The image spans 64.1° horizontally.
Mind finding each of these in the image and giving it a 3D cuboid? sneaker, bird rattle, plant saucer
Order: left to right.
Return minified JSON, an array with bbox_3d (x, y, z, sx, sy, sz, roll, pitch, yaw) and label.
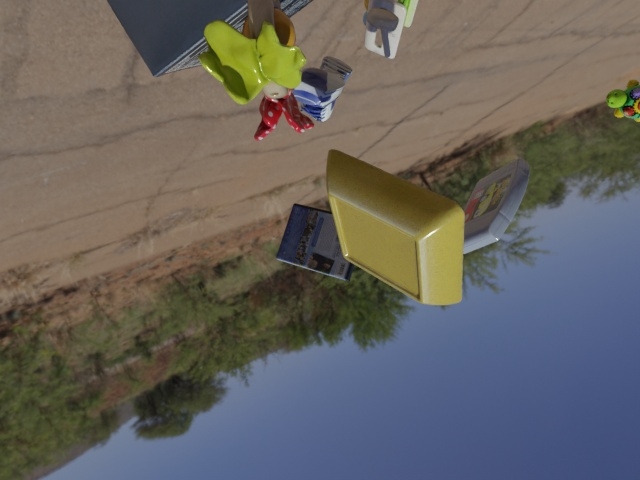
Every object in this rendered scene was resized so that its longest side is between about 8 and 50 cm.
[{"bbox_3d":[-0.065,-0.275,0.770,0.143,0.206,0.253,-3,175,14],"label":"bird rattle"},{"bbox_3d":[0.000,-0.443,1.587,0.182,0.128,0.315,-64,176,34],"label":"sneaker"},{"bbox_3d":[0.144,-0.004,1.109,0.081,0.333,0.332,-46,145,-22],"label":"plant saucer"}]

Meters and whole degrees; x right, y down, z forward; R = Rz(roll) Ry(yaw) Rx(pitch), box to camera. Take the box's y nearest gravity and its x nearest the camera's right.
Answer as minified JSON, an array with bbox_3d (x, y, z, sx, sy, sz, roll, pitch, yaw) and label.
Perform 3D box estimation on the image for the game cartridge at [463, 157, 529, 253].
[{"bbox_3d":[0.485,-0.101,1.446,0.196,0.060,0.294,-28,-154,58],"label":"game cartridge"}]

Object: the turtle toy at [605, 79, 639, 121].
[{"bbox_3d":[0.761,-0.338,1.243,0.130,0.095,0.066,13,-150,5],"label":"turtle toy"}]

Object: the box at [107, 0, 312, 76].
[{"bbox_3d":[-0.191,-0.486,0.992,0.296,0.182,0.294,-24,-166,30],"label":"box"}]

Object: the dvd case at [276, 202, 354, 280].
[{"bbox_3d":[0.000,0.000,1.489,0.253,0.180,0.022,15,175,31],"label":"dvd case"}]

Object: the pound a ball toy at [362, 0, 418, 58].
[{"bbox_3d":[0.164,-0.602,1.372,0.208,0.136,0.319,-63,175,-5],"label":"pound a ball toy"}]
